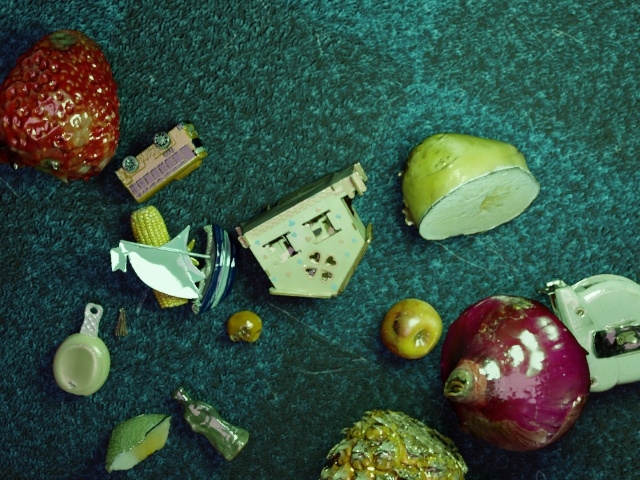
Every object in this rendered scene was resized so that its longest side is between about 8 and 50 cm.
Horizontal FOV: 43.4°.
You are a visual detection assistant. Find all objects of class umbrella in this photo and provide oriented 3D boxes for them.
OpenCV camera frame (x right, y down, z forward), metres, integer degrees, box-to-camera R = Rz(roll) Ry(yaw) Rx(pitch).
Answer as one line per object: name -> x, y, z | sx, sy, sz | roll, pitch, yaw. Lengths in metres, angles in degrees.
umbrella -> -0.487, 0.205, 1.966 | 0.031, 0.020, 0.083 | 7, 94, 2

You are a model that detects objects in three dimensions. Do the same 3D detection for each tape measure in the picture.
tape measure -> 0.657, 0.203, 1.844 | 0.265, 0.130, 0.258 | -14, 95, 5

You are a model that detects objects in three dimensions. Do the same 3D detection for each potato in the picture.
potato -> 0.319, -0.143, 1.778 | 0.299, 0.246, 0.196 | -10, 59, -20

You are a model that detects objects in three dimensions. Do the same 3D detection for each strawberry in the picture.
strawberry -> -0.563, -0.283, 1.758 | 0.291, 0.292, 0.310 | 38, 100, -3

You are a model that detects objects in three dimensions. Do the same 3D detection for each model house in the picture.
model house -> 0.000, 0.000, 1.843 | 0.326, 0.169, 0.244 | -28, 103, 9

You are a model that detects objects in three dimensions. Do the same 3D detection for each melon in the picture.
melon -> -0.465, 0.494, 1.970 | 0.139, 0.202, 0.093 | 14, 123, 35

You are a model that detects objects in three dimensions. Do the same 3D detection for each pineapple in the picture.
pineapple -> 0.162, 0.558, 1.820 | 0.352, 0.352, 0.300 | 28, 98, -1

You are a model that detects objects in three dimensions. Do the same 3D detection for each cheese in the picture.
cheese -> -0.572, 0.262, 1.957 | 0.137, 0.064, 0.227 | 15, 98, -1

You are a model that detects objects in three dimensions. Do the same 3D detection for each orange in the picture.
orange -> -0.182, 0.207, 1.926 | 0.086, 0.062, 0.086 | 0, 96, 2

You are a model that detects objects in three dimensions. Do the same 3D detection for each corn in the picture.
corn -> -0.382, 0.041, 1.902 | 0.081, 0.081, 0.248 | -16, 98, 6

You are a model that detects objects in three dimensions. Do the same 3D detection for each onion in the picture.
onion -> 0.386, 0.290, 1.737 | 0.347, 0.385, 0.348 | 0, 90, 43

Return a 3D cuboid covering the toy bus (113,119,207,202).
toy bus -> -0.362, -0.182, 1.858 | 0.201, 0.098, 0.114 | -35, 96, 8

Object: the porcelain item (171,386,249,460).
porcelain item -> -0.279, 0.441, 1.963 | 0.215, 0.069, 0.081 | 42, 103, -4

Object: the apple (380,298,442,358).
apple -> 0.210, 0.207, 1.869 | 0.146, 0.146, 0.147 | 1, 99, 3

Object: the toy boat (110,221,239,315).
toy boat -> -0.335, 0.054, 1.848 | 0.291, 0.067, 0.221 | 10, 87, -26
